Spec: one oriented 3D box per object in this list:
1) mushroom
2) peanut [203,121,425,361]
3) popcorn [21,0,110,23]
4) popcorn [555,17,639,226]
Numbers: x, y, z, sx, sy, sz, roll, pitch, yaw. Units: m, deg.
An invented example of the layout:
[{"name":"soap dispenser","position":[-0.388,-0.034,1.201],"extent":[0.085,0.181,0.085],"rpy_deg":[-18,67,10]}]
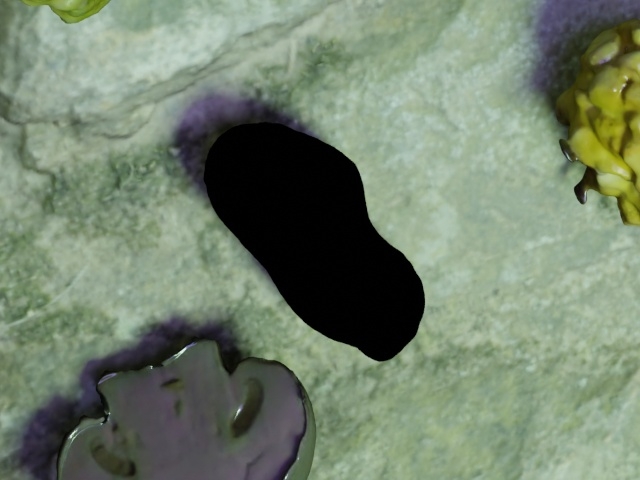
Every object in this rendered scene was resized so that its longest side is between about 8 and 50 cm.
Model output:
[{"name":"mushroom","position":[-0.090,0.163,1.404],"extent":[0.188,0.141,0.117],"rpy_deg":[-19,143,-3]},{"name":"peanut","position":[0.000,0.000,1.403],"extent":[0.214,0.090,0.098],"rpy_deg":[54,55,-24]},{"name":"popcorn","position":[-0.164,-0.254,1.232],"extent":[0.256,0.195,0.255],"rpy_deg":[-23,120,-10]},{"name":"popcorn","position":[0.244,-0.080,1.433],"extent":[0.152,0.148,0.167],"rpy_deg":[-25,101,13]}]
